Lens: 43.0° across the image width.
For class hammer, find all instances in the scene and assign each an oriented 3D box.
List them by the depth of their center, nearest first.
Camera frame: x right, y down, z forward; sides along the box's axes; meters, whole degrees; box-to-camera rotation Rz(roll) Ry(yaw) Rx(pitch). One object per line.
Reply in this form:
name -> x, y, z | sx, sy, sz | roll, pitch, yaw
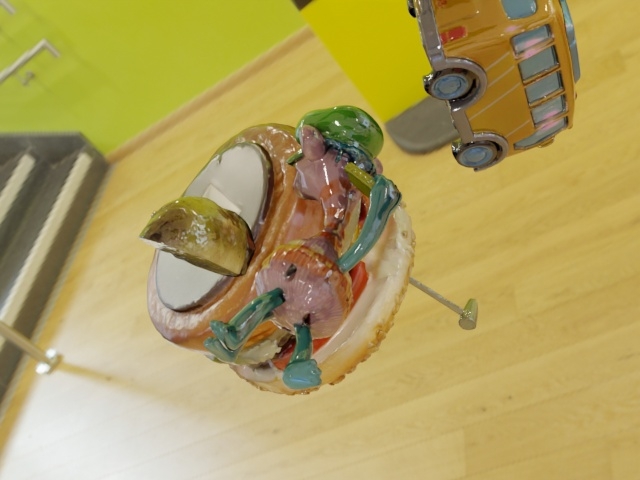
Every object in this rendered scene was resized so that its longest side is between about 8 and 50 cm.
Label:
hammer -> 0.171, 0.071, 1.284 | 0.028, 0.195, 0.060 | -45, 19, 44

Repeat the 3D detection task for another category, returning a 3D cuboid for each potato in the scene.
potato -> -0.120, -0.012, 0.782 | 0.096, 0.103, 0.066 | 14, 82, 14

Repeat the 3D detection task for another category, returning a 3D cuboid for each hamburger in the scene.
hamburger -> -0.050, 0.028, 1.053 | 0.330, 0.250, 0.330 | -35, 40, 36

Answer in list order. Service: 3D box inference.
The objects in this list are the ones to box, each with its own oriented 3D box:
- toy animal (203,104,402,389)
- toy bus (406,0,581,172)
toy animal -> 0.000, 0.000, 0.550 | 0.103, 0.100, 0.208 | -12, 42, 44
toy bus -> 0.167, -0.167, 0.756 | 0.136, 0.209, 0.126 | -16, 56, 15
